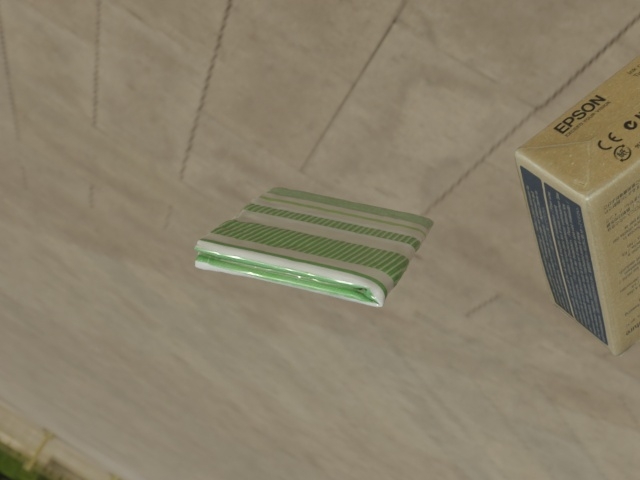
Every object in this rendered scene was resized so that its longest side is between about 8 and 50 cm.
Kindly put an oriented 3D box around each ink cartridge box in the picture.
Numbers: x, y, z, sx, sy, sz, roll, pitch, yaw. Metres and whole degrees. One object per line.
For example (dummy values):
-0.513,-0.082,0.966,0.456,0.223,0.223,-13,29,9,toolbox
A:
0.279,-0.052,0.896,0.088,0.235,0.193,41,162,42,ink cartridge box

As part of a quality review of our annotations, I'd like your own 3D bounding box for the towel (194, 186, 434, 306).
0.000,0.000,1.444,0.248,0.038,0.325,11,-163,11,towel
